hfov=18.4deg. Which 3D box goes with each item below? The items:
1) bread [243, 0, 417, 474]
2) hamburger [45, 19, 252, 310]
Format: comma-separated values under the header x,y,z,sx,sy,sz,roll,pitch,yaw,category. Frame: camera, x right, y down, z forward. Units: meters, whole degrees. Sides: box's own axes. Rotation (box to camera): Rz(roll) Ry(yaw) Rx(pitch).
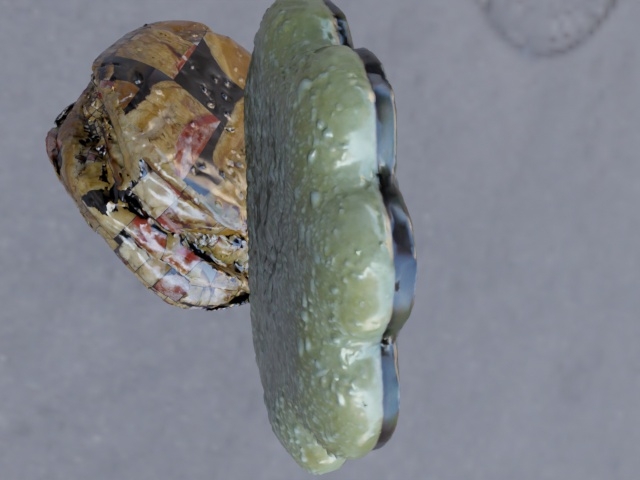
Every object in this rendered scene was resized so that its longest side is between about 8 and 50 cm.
x,y,z,sx,sy,sz,roll,pitch,yaw,category
0.000,0.000,1.127,0.056,0.207,0.287,-5,94,-15,bread
-0.088,-0.060,1.478,0.107,0.231,0.231,-47,170,36,hamburger
